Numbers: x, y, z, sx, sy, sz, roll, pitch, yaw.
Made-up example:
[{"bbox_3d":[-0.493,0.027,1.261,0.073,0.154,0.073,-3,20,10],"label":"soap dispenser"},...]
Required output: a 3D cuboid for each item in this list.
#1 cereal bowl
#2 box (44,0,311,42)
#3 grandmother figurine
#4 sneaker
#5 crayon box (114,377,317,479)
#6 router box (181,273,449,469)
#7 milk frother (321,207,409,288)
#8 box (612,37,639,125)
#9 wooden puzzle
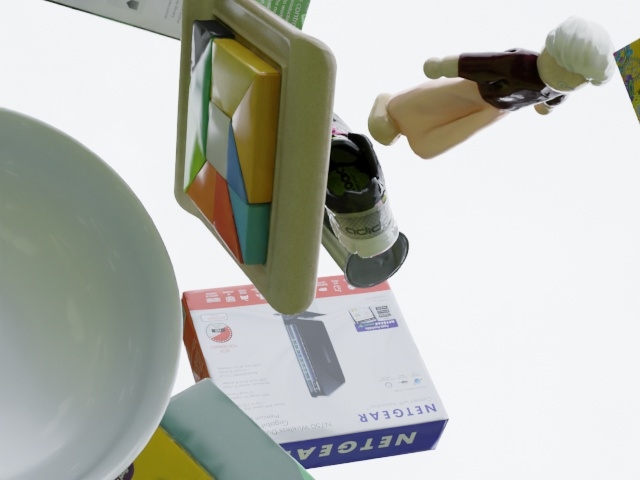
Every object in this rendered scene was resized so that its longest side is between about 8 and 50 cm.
[{"bbox_3d":[-0.288,0.070,0.998,0.339,0.339,0.141,50,-33,-2],"label":"cereal bowl"},{"bbox_3d":[-0.136,-0.314,1.240,0.058,0.322,0.232,28,-77,54],"label":"box"},{"bbox_3d":[0.223,-0.185,1.554,0.342,0.208,0.104,-19,-104,51],"label":"grandmother figurine"},{"bbox_3d":[0.011,-0.068,1.015,0.075,0.063,0.170,80,-15,-52],"label":"sneaker"},{"bbox_3d":[-0.098,0.376,1.261,0.313,0.106,0.363,40,-56,18],"label":"crayon box"},{"bbox_3d":[-0.016,0.194,1.898,0.082,0.335,0.301,105,-29,-43],"label":"router box"},{"bbox_3d":[0.000,0.000,1.430,0.143,0.129,0.135,-55,-134,19],"label":"milk frother"},{"bbox_3d":[0.490,-0.119,1.227,0.290,0.177,0.279,-29,-108,39],"label":"box"},{"bbox_3d":[-0.067,-0.083,1.018,0.238,0.044,0.221,40,-50,53],"label":"wooden puzzle"}]
